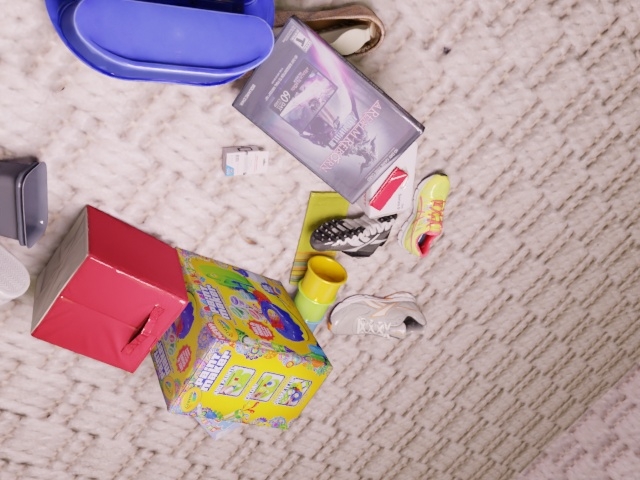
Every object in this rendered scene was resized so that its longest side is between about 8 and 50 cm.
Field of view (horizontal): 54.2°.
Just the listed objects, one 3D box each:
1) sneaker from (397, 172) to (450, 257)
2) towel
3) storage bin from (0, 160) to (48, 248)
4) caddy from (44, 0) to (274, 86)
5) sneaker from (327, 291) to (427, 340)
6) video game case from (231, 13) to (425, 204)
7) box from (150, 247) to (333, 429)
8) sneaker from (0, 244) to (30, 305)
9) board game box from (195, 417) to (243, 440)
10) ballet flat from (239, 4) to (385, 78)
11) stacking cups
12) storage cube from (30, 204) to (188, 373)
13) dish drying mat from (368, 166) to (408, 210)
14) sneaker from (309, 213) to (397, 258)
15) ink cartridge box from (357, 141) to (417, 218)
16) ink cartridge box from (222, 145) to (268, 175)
[{"bbox_3d":[0.255,-0.053,1.436,0.081,0.094,0.209,3,119,-28],"label":"sneaker"},{"bbox_3d":[0.000,0.000,1.384,0.102,0.021,0.237,-2,123,-28],"label":"towel"},{"bbox_3d":[-0.505,-0.070,1.021,0.090,0.098,0.135,12,120,-3],"label":"storage bin"},{"bbox_3d":[-0.219,-0.353,0.913,0.340,0.179,0.242,0,101,-23],"label":"caddy"},{"bbox_3d":[0.147,0.198,1.538,0.262,0.121,0.099,-8,125,-23],"label":"sneaker"},{"bbox_3d":[0.008,-0.207,1.039,0.274,0.026,0.196,39,128,-7],"label":"video game case"},{"bbox_3d":[-0.177,0.197,1.246,0.279,0.290,0.177,21,110,-38],"label":"box"},{"bbox_3d":[-0.626,0.011,0.990,0.169,0.108,0.293,-27,111,27],"label":"sneaker"},{"bbox_3d":[-0.204,0.387,1.536,0.211,0.039,0.160,-30,132,-6],"label":"board game box"},{"bbox_3d":[-0.029,-0.338,1.069,0.315,0.106,0.108,-20,130,-14],"label":"ballet flat"},{"bbox_3d":[-0.042,0.185,1.425,0.095,0.096,0.316,6,125,-31],"label":"stacking cups"},{"bbox_3d":[-0.377,0.086,1.118,0.193,0.215,0.184,31,105,-33],"label":"storage cube"},{"bbox_3d":[0.120,-0.090,1.109,0.032,0.008,0.083,24,110,-36],"label":"dish drying mat"},{"bbox_3d":[0.072,0.002,1.359,0.234,0.078,0.106,-19,130,-37],"label":"sneaker"},{"bbox_3d":[0.091,-0.164,1.188,0.093,0.212,0.155,-15,128,-19],"label":"ink cartridge box"},{"bbox_3d":[-0.143,-0.152,1.191,0.083,0.028,0.048,-7,125,-24],"label":"ink cartridge box"}]
